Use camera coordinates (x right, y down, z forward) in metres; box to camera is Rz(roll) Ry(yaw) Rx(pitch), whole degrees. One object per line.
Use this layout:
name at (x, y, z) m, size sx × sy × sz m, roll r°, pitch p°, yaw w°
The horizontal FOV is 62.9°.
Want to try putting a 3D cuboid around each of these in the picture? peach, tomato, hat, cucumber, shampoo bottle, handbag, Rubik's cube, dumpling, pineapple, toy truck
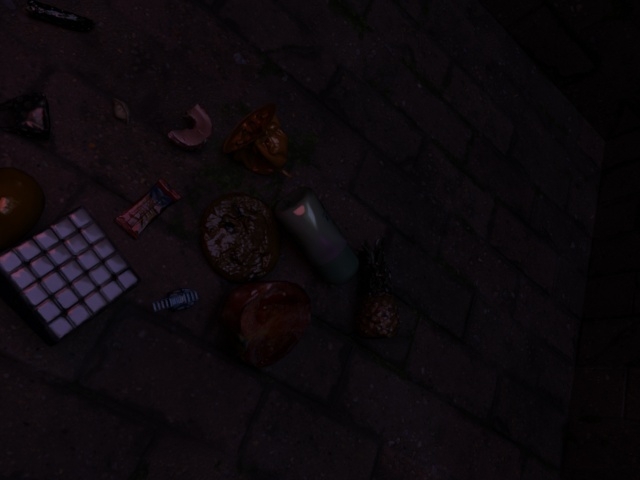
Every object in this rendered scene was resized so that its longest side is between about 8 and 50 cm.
peach at (-0.752, -0.061, 1.201) m, size 0.153 × 0.251 × 0.251 m, roll 53°, pitch 51°, yaw -42°
tomato at (-0.181, 0.218, 1.570) m, size 0.309 × 0.170 × 0.309 m, roll -29°, pitch 131°, yaw -39°
hat at (-0.157, -0.287, 1.708) m, size 0.233 × 0.244 × 0.233 m, roll 49°, pitch 63°, yaw -31°
cucumber at (-0.733, -0.633, 1.481) m, size 0.181 × 0.053 × 0.053 m, roll 4°, pitch 75°, yaw -35°
shampoo bottle at (0.000, 0.000, 1.737) m, size 0.151 × 0.222 × 0.349 m, roll -35°, pitch 112°, yaw -2°
handbag at (-0.782, -0.323, 1.363) m, size 0.139 × 0.072 × 0.115 m, roll -7°, pitch 83°, yaw -23°
Rubik's cube at (-0.617, 0.090, 1.257) m, size 0.238 × 0.237 × 0.237 m, roll -43°, pitch 101°, yaw -35°
dumpling at (-0.576, -0.379, 1.517) m, size 0.043 × 0.059 × 0.077 m, roll -8°, pitch 84°, yaw -27°
pineapple at (0.197, 0.165, 1.849) m, size 0.165 × 0.165 × 0.364 m, roll 7°, pitch 72°, yaw -33°
toy truck at (-0.414, 0.172, 1.475) m, size 0.136 × 0.074 × 0.063 m, roll -16°, pitch 87°, yaw -35°

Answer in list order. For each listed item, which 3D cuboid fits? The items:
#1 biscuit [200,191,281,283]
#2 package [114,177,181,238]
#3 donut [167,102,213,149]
biscuit at (-0.242, -0.012, 1.642) m, size 0.296 × 0.075 × 0.296 m, roll 9°, pitch 73°, yaw -32°
package at (-0.497, -0.095, 1.519) m, size 0.083 × 0.022 × 0.200 m, roll 49°, pitch 55°, yaw -15°
donut at (-0.393, -0.339, 1.629) m, size 0.117 × 0.065 × 0.166 m, roll 40°, pitch 60°, yaw -18°
